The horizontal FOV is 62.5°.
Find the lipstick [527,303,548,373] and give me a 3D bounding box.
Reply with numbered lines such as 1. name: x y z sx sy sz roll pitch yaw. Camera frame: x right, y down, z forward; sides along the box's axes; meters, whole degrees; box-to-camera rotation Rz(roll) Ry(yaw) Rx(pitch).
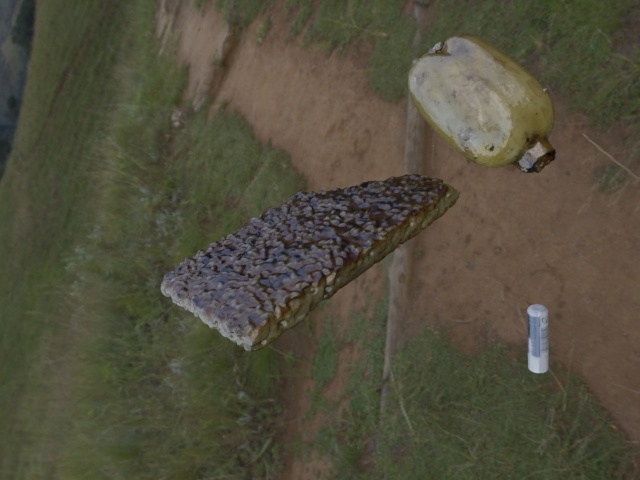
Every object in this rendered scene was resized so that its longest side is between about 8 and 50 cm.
1. lipstick: 0.432 0.195 1.048 0.040 0.040 0.141 -142 39 -62

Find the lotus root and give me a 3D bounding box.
1. lotus root: 0.258 -0.216 0.840 0.160 0.146 0.284 -44 71 19

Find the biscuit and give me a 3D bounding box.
1. biscuit: -0.004 -0.005 0.433 0.237 0.026 0.131 -34 37 -30
